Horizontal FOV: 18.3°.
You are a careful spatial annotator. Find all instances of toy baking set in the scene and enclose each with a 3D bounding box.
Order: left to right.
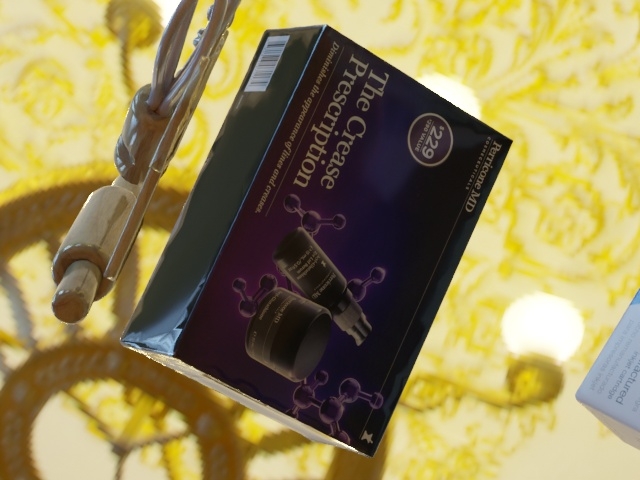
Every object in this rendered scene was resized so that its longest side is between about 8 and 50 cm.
[{"bbox_3d":[-0.072,-0.059,0.878,0.030,0.256,0.197,24,-65,-4],"label":"toy baking set"}]

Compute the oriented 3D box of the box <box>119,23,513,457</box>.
[{"bbox_3d":[0.000,0.000,1.450,0.184,0.261,0.103,29,-11,-29],"label":"box"}]

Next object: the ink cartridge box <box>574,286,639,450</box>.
[{"bbox_3d":[0.287,0.091,1.241,0.203,0.148,0.086,26,-10,43],"label":"ink cartridge box"}]
